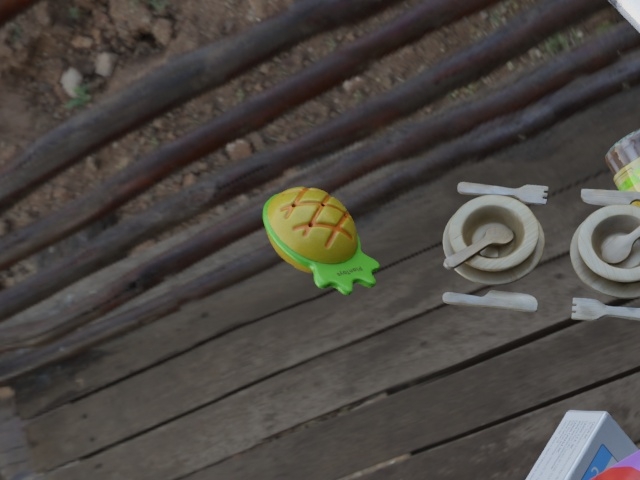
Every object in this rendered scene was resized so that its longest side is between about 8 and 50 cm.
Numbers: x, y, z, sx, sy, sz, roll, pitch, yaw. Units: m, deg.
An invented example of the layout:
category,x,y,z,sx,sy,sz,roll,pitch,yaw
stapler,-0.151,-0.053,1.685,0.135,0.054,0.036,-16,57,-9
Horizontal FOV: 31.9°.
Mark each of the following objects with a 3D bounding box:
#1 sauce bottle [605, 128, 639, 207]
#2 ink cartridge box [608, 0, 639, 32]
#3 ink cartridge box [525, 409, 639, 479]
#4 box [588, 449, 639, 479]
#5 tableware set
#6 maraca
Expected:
category,x,y,z,sx,sy,sz,roll,pitch,yaw
sauce bottle,0.469,0.018,1.367,0.111,0.111,0.344,-28,73,16
ink cartridge box,0.211,-0.165,0.528,0.218,0.092,0.158,54,133,24
ink cartridge box,0.285,0.374,1.182,0.261,0.066,0.296,49,62,-19
box,0.136,0.258,0.620,0.293,0.057,0.201,-32,40,4
tableware set,0.198,-0.001,0.931,0.194,0.039,0.128,4,59,11
maraca,0.000,0.000,1.472,0.185,0.127,0.099,50,139,27
